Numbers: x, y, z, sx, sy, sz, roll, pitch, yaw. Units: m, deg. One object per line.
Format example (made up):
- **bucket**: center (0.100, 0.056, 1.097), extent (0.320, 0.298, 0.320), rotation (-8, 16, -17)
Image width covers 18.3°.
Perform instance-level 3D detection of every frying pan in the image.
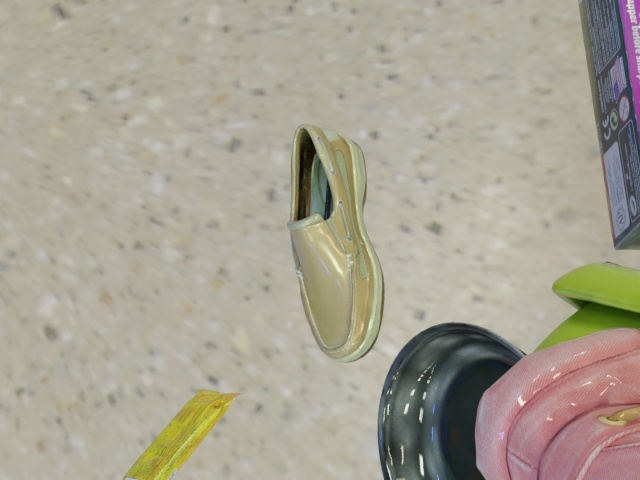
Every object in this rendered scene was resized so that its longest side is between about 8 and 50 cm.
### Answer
- **frying pan**: center (0.154, 0.188, 1.370), extent (0.053, 0.326, 0.197), rotation (-10, 130, -40)

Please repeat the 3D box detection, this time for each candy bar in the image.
- **candy bar**: center (-0.116, 0.161, 1.398), extent (0.161, 0.040, 0.018), rotation (-51, 127, -30)

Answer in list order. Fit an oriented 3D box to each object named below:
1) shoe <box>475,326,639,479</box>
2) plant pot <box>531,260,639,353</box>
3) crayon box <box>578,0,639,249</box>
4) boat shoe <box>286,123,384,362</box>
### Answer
- **shoe**: center (0.123, 0.054, 0.487), extent (0.178, 0.081, 0.063), rotation (1, 109, -37)
- **plant pot**: center (0.279, 0.148, 1.526), extent (0.228, 0.227, 0.207), rotation (32, 76, -48)
- **crayon box**: center (0.412, -0.175, 1.853), extent (0.313, 0.106, 0.363), rotation (0, 69, -13)
- **boat shoe**: center (0.000, 0.000, 1.527), extent (0.068, 0.072, 0.190), rotation (-21, 63, 26)
